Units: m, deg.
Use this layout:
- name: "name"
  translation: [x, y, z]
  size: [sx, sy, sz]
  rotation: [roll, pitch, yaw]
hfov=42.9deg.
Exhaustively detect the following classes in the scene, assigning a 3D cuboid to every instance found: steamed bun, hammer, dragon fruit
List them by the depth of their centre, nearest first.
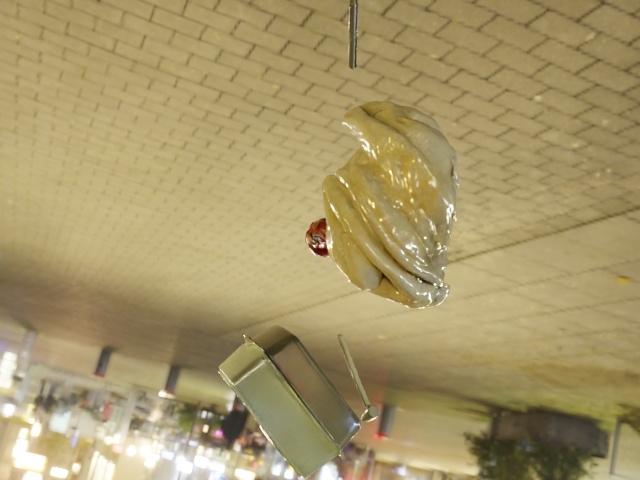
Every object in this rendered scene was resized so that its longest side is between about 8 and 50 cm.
- name: "steamed bun"
  translation: [0.119, -0.063, 1.481]
  size: [0.230, 0.372, 0.325]
  rotation: [-3, -168, -3]
- name: "hammer"
  translation: [0.074, 0.296, 1.762]
  size: [0.028, 0.195, 0.060]
  rotation: [-13, 162, -28]
- name: "dragon fruit"
  translation: [0.000, 0.000, 1.888]
  size: [0.094, 0.094, 0.190]
  rotation: [11, -167, 12]

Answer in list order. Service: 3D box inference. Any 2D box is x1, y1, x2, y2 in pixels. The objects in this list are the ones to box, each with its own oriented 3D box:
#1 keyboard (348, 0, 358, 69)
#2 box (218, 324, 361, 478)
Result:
- name: "keyboard"
  translation: [0.056, -0.352, 1.364]
  size: [0.015, 0.049, 0.129]
  rotation: [4, 138, 5]
- name: "box"
  translation: [-0.063, 0.317, 1.636]
  size: [0.290, 0.166, 0.220]
  rotation: [54, 169, -10]
